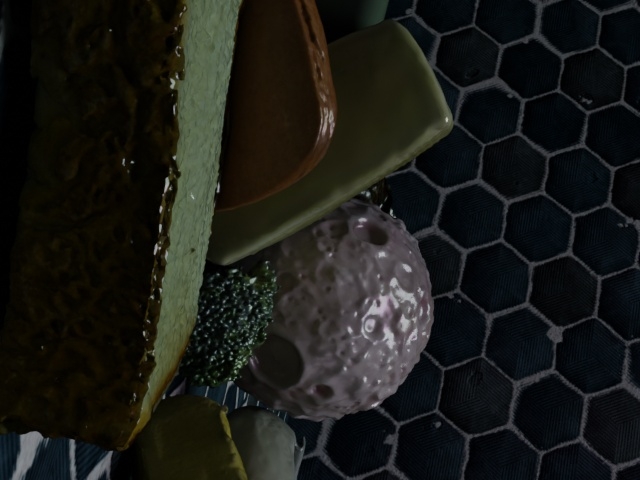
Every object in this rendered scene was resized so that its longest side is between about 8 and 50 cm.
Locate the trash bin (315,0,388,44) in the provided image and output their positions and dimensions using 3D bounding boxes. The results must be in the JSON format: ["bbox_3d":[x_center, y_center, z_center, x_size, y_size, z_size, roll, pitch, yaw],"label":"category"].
[{"bbox_3d":[0.001,-0.298,1.180,0.343,0.158,0.222,104,-1,-69],"label":"trash bin"}]

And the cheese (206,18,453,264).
[{"bbox_3d":[-0.004,-0.086,1.064,0.242,0.124,0.265,-36,179,7],"label":"cheese"}]

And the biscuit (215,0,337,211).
[{"bbox_3d":[-0.075,-0.119,0.874,0.036,0.186,0.192,-5,82,-52],"label":"biscuit"}]

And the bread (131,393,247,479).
[{"bbox_3d":[-0.107,0.246,1.050,0.245,0.102,0.094,-118,-157,-49],"label":"bread"}]

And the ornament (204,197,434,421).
[{"bbox_3d":[-0.008,0.076,1.313,0.225,0.259,0.259,-51,153,-57],"label":"ornament"}]

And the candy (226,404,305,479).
[{"bbox_3d":[-0.101,0.390,1.293,0.386,0.186,0.426,-106,-155,-83],"label":"candy"}]

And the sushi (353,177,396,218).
[{"bbox_3d":[0.000,0.000,1.572,0.343,0.197,0.181,90,5,-67],"label":"sushi"}]

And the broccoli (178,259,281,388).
[{"bbox_3d":[-0.106,0.078,1.119,0.204,0.118,0.122,138,-41,-78],"label":"broccoli"}]

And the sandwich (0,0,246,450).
[{"bbox_3d":[-0.110,-0.063,0.725,0.271,0.099,0.301,-88,-173,-76],"label":"sandwich"}]
